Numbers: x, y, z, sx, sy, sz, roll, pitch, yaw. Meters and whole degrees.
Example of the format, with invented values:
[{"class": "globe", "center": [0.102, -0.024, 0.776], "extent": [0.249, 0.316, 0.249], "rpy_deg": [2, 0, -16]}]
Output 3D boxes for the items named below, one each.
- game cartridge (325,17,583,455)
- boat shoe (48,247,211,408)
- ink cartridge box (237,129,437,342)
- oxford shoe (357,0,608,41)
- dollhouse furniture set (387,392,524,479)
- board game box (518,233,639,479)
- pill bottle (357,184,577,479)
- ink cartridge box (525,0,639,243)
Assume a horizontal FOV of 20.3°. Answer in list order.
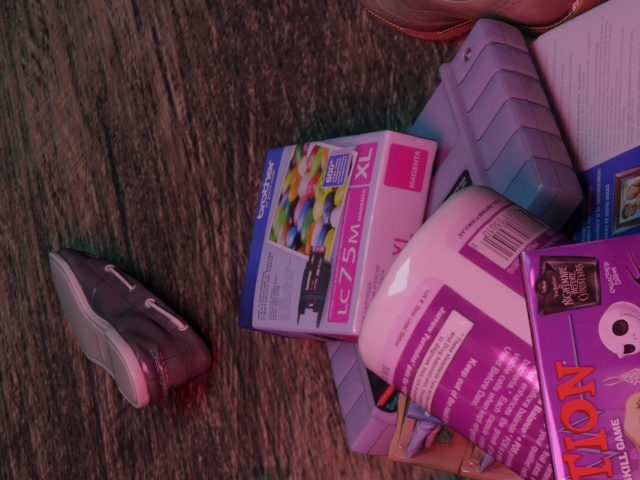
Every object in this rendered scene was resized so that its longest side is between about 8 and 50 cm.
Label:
[{"class": "game cartridge", "center": [0.100, 0.004, 1.609], "extent": [0.355, 0.068, 0.230], "rpy_deg": [-58, 27, 37]}, {"class": "boat shoe", "center": [-0.223, 0.092, 2.063], "extent": [0.335, 0.095, 0.112], "rpy_deg": [-138, 35, -56]}, {"class": "ink cartridge box", "center": [0.000, 0.000, 1.690], "extent": [0.311, 0.065, 0.186], "rpy_deg": [176, 105, -67]}, {"class": "oxford shoe", "center": [0.119, -0.264, 1.702], "extent": [0.348, 0.130, 0.123], "rpy_deg": [9, 83, 54]}, {"class": "dollhouse furniture set", "center": [0.119, 0.187, 1.436], "extent": [0.129, 0.129, 0.184], "rpy_deg": [99, -177, -57]}, {"class": "board game box", "center": [0.260, 0.163, 1.197], "extent": [0.208, 0.056, 0.347], "rpy_deg": [-9, 86, 6]}, {"class": "pill bottle", "center": [0.191, 0.103, 1.321], "extent": [0.301, 0.169, 0.169], "rpy_deg": [35, 107, 16]}, {"class": "ink cartridge box", "center": [0.247, -0.055, 1.490], "extent": [0.307, 0.072, 0.304], "rpy_deg": [-25, 56, 57]}]
